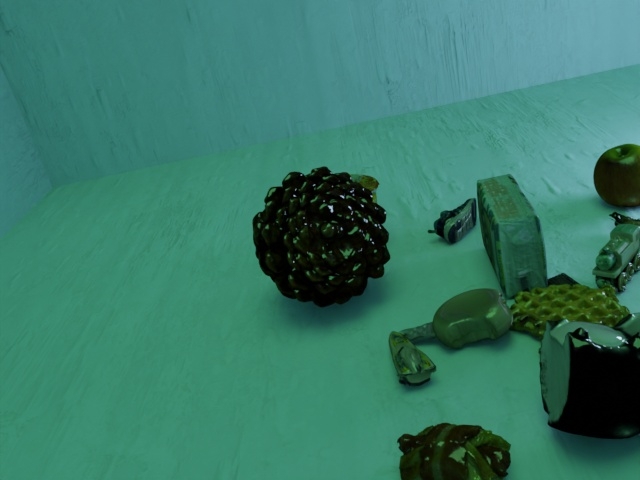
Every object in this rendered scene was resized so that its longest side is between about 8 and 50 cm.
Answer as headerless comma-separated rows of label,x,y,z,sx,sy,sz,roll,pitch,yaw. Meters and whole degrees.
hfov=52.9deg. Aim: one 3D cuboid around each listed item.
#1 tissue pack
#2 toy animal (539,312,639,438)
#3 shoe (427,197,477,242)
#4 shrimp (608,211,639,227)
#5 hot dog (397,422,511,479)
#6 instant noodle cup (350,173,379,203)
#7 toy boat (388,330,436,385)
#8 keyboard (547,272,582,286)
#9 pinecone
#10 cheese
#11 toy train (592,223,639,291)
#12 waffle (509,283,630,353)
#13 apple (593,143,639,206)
tissue pack,0.513,-0.020,1.748,0.127,0.228,0.311,-11,24,7
toy animal,0.582,0.245,1.186,0.309,0.251,0.251,1,27,5
shoe,0.430,-0.073,2.052,0.106,0.092,0.207,19,43,40
shrimp,0.950,-0.036,1.787,0.198,0.051,0.262,-14,27,-18
hot dog,0.241,0.390,1.177,0.213,0.103,0.146,-1,29,27
instant noodle cup,0.077,-0.079,2.112,0.264,0.200,0.264,-11,24,5
toy boat,0.197,0.267,1.497,0.084,0.066,0.210,-15,24,-7
keyboard,0.637,0.134,1.614,0.074,0.015,0.196,-17,25,-7
pinecone,0.000,0.000,1.818,0.397,0.398,0.398,-11,25,5
cheese,0.315,0.204,1.553,0.286,0.082,0.163,-22,22,17
toy train,0.748,0.044,1.621,0.080,0.125,0.194,9,32,46
waffle,0.567,0.182,1.499,0.291,0.051,0.291,-13,27,7
apple,0.942,-0.201,1.974,0.195,0.196,0.196,-11,25,5
